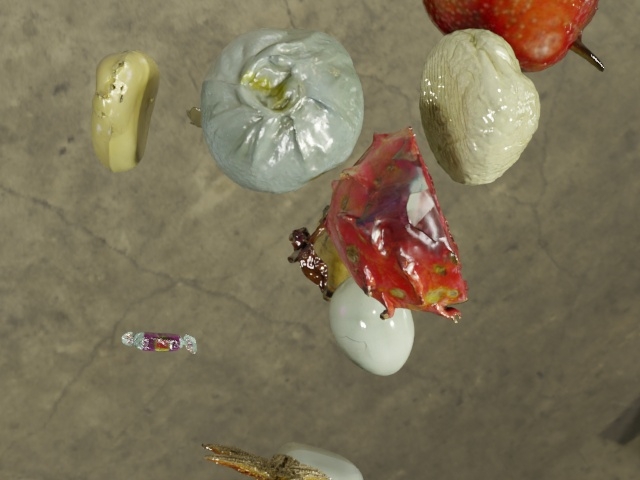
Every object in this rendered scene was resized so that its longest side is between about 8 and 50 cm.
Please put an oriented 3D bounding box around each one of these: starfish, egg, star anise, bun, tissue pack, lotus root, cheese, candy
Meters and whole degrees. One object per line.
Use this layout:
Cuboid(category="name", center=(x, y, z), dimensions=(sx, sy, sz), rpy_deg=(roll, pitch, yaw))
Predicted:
Cuboid(category="starfish", center=(-0.071, 0.353, 1.252), dimensions=(0.227, 0.240, 0.043), rpy_deg=(14, 80, -11))
Cuboid(category="egg", center=(0.098, 0.159, 1.524), dimensions=(0.151, 0.151, 0.209), rpy_deg=(-22, 110, -4))
Cuboid(category="star anise", center=(-0.001, -0.001, 1.680), dimensions=(0.144, 0.158, 0.140), rpy_deg=(-28, 149, 4))
Cuboid(category="bun", center=(0.228, -0.193, 1.147), dimensions=(0.134, 0.220, 0.220), rpy_deg=(-10, 131, -14))
Cuboid(category="tissue pack", center=(-0.041, 0.632, 1.809), dimensions=(0.229, 0.236, 0.333), rpy_deg=(20, 89, -11))
Cuboid(category="lotus root", center=(0.063, 0.040, 2.117), dimensions=(0.183, 0.182, 0.309), rpy_deg=(-3, 123, -21))
Cuboid(category="bun", center=(-0.082, -0.274, 1.677), dimensions=(0.362, 0.361, 0.211), rpy_deg=(-22, 175, -4))
Cuboid(category="cheese", center=(-0.421, -0.294, 1.765), dimensions=(0.128, 0.259, 0.316), rpy_deg=(7, 168, -4))
Cuboid(category="candy", center=(-0.365, 0.233, 1.871), dimensions=(0.175, 0.043, 0.045), rpy_deg=(6, 91, -19))

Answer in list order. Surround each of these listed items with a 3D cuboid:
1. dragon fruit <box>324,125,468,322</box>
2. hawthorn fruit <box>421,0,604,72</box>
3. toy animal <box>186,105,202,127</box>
Cuboid(category="dragon fruit", center=(0.080, -0.012, 1.039), dimensions=(0.161, 0.274, 0.126), rpy_deg=(-19, 170, 13))
Cuboid(category="hawthorn fruit", center=(0.333, -0.402, 1.324), dimensions=(0.285, 0.284, 0.369), rpy_deg=(-43, 97, 15))
Cuboid(category="toy animal", center=(-0.177, -0.268, 1.858), dimensions=(0.214, 0.094, 0.186), rpy_deg=(-27, 99, -3))
